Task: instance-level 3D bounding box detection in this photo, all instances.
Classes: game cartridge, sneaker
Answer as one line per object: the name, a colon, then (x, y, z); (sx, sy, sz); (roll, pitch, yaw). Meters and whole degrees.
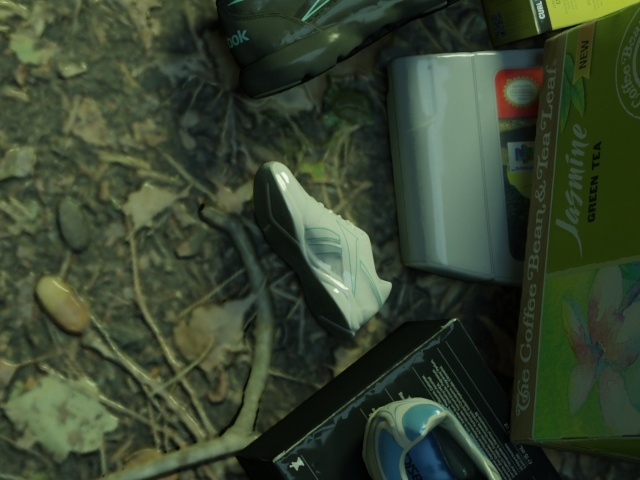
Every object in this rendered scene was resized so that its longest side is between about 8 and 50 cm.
game cartridge: (0.202, -0.060, 1.434); (0.294, 0.060, 0.196); (-5, 92, -20)
sneaker: (0.000, 0.000, 1.363); (0.061, 0.053, 0.152); (-37, 105, -27)
sneaker: (0.113, 0.218, 1.261); (0.085, 0.086, 0.237); (-38, 100, -20)
sneaker: (0.041, -0.208, 1.360); (0.267, 0.101, 0.106); (-28, 94, -19)

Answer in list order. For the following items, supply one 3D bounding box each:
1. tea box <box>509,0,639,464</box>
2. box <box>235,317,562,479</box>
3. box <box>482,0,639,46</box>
tea box: (0.321, -0.003, 1.256); (0.220, 0.323, 0.329); (12, 76, -25)
box: (0.088, 0.218, 1.349); (0.184, 0.103, 0.261); (-37, 99, -21)
box: (0.253, -0.216, 1.444); (0.232, 0.087, 0.058); (-17, 94, -21)
